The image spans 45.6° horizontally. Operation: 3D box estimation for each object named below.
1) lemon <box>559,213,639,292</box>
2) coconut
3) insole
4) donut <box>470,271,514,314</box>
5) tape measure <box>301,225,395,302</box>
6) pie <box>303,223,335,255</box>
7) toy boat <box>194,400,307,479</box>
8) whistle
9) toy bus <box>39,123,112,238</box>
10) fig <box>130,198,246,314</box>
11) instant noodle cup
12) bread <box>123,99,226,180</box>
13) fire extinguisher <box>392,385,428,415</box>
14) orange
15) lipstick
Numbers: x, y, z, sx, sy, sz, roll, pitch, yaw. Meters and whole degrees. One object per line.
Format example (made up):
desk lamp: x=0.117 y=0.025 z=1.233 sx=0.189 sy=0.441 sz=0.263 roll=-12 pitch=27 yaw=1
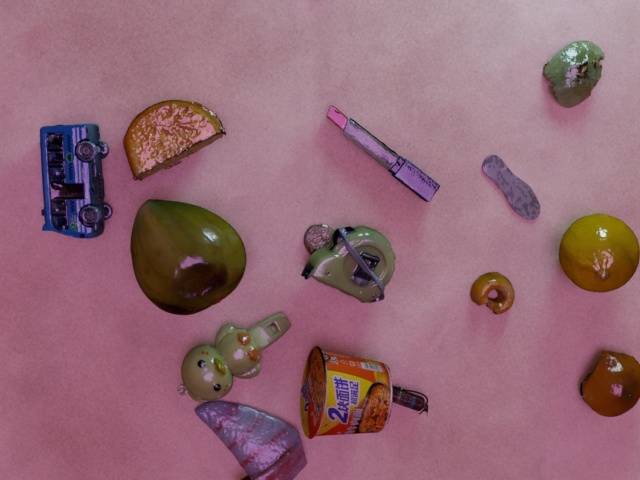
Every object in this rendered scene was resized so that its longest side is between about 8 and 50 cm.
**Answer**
lemon: x=0.644 y=0.031 z=1.760 sx=0.178 sy=0.203 sz=0.178 roll=5 pitch=119 yaw=10
coconut: x=0.584 y=-0.387 z=1.752 sx=0.133 sy=0.055 sz=0.158 roll=11 pitch=97 yaw=-9
insole: x=0.455 y=-0.126 z=1.809 sx=0.065 sy=0.006 sz=0.193 roll=-44 pitch=101 yaw=3
donut: x=0.420 y=0.128 z=1.832 sx=0.108 sy=0.043 sz=0.097 roll=22 pitch=98 yaw=-13
tape measure: x=0.085 y=0.054 z=1.748 sx=0.200 sy=0.106 sz=0.175 roll=29 pitch=96 yaw=-19
pie: x=0.000 y=0.000 z=1.779 sx=0.085 sy=0.017 sz=0.085 roll=-1 pitch=100 yaw=-5
toy boat: x=-0.173 y=0.479 z=1.824 sx=0.206 sy=0.096 sz=0.282 roll=-42 pitch=89 yaw=-4
whistle: x=-0.201 y=0.265 z=1.747 sx=0.294 sy=0.141 sz=0.141 roll=-34 pitch=101 yaw=0
toy bus: x=-0.534 y=-0.129 z=1.656 sx=0.134 sy=0.113 sz=0.247 roll=0 pitch=98 yaw=-1
fig: x=-0.295 y=0.023 z=1.653 sx=0.239 sy=0.239 sz=0.271 roll=-34 pitch=86 yaw=1
instant noodle cup: x=0.061 y=0.356 z=1.762 sx=0.174 sy=0.213 sz=0.213 roll=7 pitch=99 yaw=-15
bread: x=-0.329 y=-0.230 z=1.643 sx=0.229 sy=0.143 sz=0.140 roll=-28 pitch=102 yaw=-3
fire extinguisher: x=0.210 y=0.386 z=1.858 sx=0.132 sy=0.039 sz=0.056 roll=20 pitch=106 yaw=-9
orange: x=0.726 y=0.358 z=1.872 sx=0.160 sy=0.112 sz=0.170 roll=-17 pitch=113 yaw=-3
lipstick: x=0.136 y=-0.202 z=1.744 sx=0.312 sy=0.051 sz=0.051 roll=37 pitch=95 yaw=-8
